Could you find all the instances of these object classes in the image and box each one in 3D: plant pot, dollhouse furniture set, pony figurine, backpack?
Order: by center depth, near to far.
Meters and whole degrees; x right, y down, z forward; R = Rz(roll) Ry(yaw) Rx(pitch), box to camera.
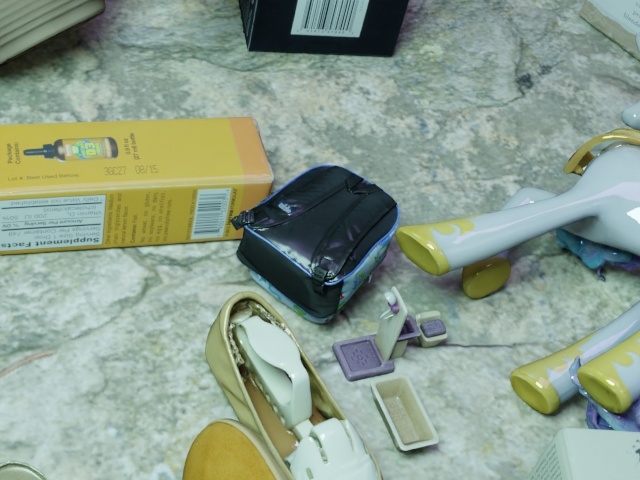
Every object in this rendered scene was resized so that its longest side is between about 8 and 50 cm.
[{"bbox_3d":[0.077,0.091,0.930,0.091,0.081,0.114,-9,52,-22],"label":"dollhouse furniture set"},{"bbox_3d":[0.298,-0.006,0.980,0.363,0.303,0.351,-38,57,-21],"label":"pony figurine"},{"bbox_3d":[0.000,0.000,0.990,0.105,0.084,0.114,35,54,17],"label":"backpack"},{"bbox_3d":[-0.262,-0.220,1.070,0.237,0.237,0.109,-38,106,-37],"label":"plant pot"}]

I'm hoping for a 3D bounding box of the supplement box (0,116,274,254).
[{"bbox_3d":[-0.161,-0.045,0.996,0.233,0.080,0.078,-2,49,-18],"label":"supplement box"}]

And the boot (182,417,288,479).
[{"bbox_3d":[-0.102,0.239,0.714,0.211,0.104,0.295,2,54,-32],"label":"boot"}]

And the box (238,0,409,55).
[{"bbox_3d":[-0.005,-0.290,1.236,0.153,0.108,0.207,-1,50,-14],"label":"box"}]

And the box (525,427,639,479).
[{"bbox_3d":[0.201,0.263,0.790,0.094,0.113,0.275,5,49,-11],"label":"box"}]

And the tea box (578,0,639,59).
[{"bbox_3d":[0.513,-0.278,1.282,0.323,0.220,0.329,-30,61,-35],"label":"tea box"}]

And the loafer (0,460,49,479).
[{"bbox_3d":[-0.175,0.196,0.792,0.056,0.050,0.148,-19,57,-29],"label":"loafer"}]

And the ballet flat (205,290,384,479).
[{"bbox_3d":[-0.015,0.131,0.876,0.080,0.073,0.232,-21,57,-29],"label":"ballet flat"}]
